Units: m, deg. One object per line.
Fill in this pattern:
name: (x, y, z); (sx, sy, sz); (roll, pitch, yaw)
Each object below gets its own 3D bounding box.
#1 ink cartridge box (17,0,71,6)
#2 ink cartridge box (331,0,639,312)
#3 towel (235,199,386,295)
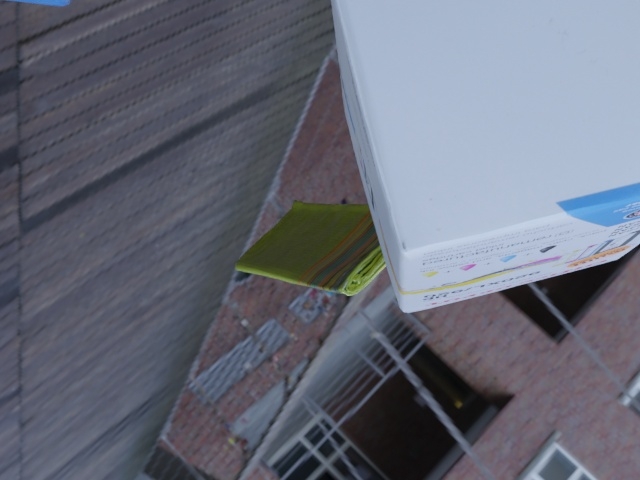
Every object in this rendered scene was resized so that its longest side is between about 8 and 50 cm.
ink cartridge box: (-0.285, -0.193, 0.214); (0.285, 0.395, 0.166); (-161, -103, -88)
ink cartridge box: (0.110, -0.066, 0.521); (0.171, 0.168, 0.232); (-14, 167, 2)
towel: (0.000, 0.000, 0.757); (0.102, 0.021, 0.237); (-42, -160, -19)
